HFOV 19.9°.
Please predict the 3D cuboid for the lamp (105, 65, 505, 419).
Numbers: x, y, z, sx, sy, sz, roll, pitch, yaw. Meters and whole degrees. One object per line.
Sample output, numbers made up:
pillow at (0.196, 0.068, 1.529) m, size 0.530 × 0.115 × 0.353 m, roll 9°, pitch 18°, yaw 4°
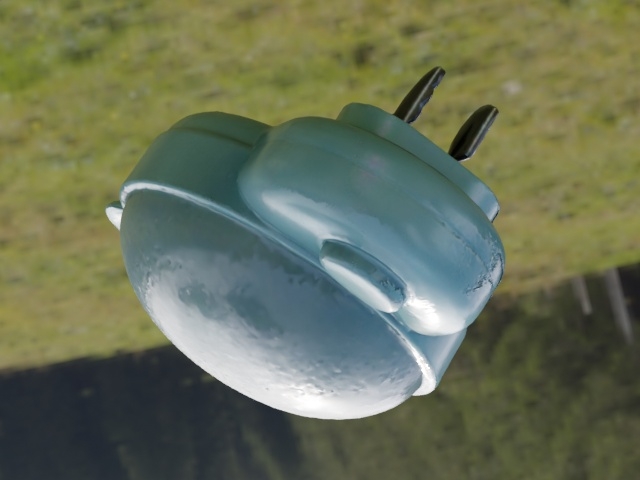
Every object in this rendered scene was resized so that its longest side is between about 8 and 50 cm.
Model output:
lamp at (-0.005, 0.010, 1.004) m, size 0.209 × 0.147 × 0.284 m, roll 35°, pitch 145°, yaw -16°
